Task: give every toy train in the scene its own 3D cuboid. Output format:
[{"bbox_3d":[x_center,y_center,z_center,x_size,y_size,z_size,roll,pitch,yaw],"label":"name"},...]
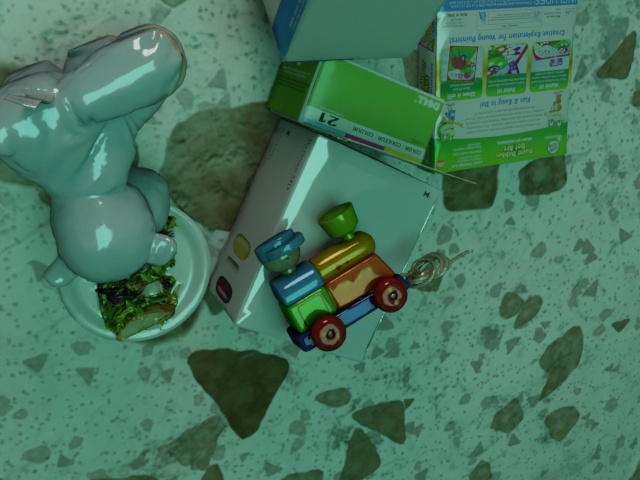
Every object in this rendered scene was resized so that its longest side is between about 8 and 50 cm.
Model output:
[{"bbox_3d":[0.050,0.014,0.868,0.248,0.105,0.143,-30,104,-12],"label":"toy train"}]

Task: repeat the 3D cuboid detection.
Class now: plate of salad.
[{"bbox_3d":[-0.238,0.044,0.935,0.199,0.048,0.200,-7,109,-21],"label":"plate of salad"}]

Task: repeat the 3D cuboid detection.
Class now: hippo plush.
[{"bbox_3d":[-0.222,-0.081,0.770,0.234,0.294,0.237,-18,114,5],"label":"hippo plush"}]

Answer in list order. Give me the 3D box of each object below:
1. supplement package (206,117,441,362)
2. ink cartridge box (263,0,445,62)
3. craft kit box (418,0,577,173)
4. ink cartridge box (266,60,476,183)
[{"bbox_3d":[0.000,0.000,0.973,0.204,0.145,0.262,21,97,-29],"label":"supplement package"},{"bbox_3d":[0.025,-0.346,0.800,0.171,0.168,0.233,-9,69,-23],"label":"ink cartridge box"},{"bbox_3d":[0.263,-0.237,1.068,0.249,0.061,0.247,-9,108,-21],"label":"craft kit box"},{"bbox_3d":[0.070,-0.160,0.889,0.188,0.255,0.097,16,100,-28],"label":"ink cartridge box"}]
